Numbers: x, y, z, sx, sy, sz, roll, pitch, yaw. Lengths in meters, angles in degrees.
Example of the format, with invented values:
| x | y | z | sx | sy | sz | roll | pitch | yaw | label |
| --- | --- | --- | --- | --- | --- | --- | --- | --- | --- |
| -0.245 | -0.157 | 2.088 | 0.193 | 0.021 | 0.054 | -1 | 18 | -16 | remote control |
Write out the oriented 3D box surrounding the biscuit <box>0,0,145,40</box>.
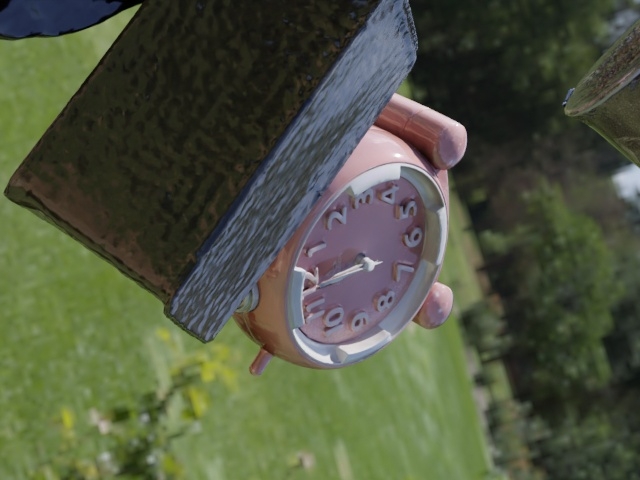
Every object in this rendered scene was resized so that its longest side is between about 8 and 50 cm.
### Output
| x | y | z | sx | sy | sz | roll | pitch | yaw | label |
| --- | --- | --- | --- | --- | --- | --- | --- | --- | --- |
| -0.156 | -0.320 | 1.193 | 0.091 | 0.407 | 0.407 | 49 | -6 | 26 | biscuit |

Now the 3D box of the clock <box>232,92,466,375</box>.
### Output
| x | y | z | sx | sy | sz | roll | pitch | yaw | label |
| --- | --- | --- | --- | --- | --- | --- | --- | --- | --- |
| 0.000 | 0.000 | 1.529 | 0.142 | 0.241 | 0.227 | 27 | -52 | 37 | clock |

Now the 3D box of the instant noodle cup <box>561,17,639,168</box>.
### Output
| x | y | z | sx | sy | sz | roll | pitch | yaw | label |
| --- | --- | --- | --- | --- | --- | --- | --- | --- | --- |
| 0.401 | -0.138 | 1.799 | 0.207 | 0.217 | 0.217 | 44 | 10 | -7 | instant noodle cup |

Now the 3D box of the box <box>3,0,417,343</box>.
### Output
| x | y | z | sx | sy | sz | roll | pitch | yaw | label |
| --- | --- | --- | --- | --- | --- | --- | --- | --- | --- |
| -0.066 | -0.084 | 1.194 | 0.143 | 0.273 | 0.184 | 35 | -3 | 12 | box |
